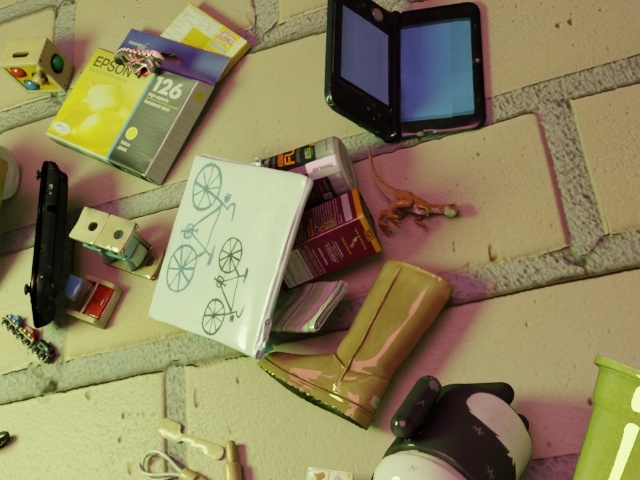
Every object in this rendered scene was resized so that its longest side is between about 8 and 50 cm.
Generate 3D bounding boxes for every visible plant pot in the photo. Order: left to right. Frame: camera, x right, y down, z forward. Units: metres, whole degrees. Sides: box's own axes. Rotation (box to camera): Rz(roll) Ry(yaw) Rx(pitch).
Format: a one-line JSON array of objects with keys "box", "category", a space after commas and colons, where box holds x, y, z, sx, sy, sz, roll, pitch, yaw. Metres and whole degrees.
[{"box": [0.432, 0.322, 1.152, 0.276, 0.276, 0.254, 24, 87, 30], "category": "plant pot"}]

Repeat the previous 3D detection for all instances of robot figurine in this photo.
[{"box": [0.183, 0.311, 1.251, 0.209, 0.174, 0.278, 36, 47, 13], "category": "robot figurine"}]

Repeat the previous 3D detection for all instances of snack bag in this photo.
[{"box": [-0.156, 0.013, 1.553, 0.342, 0.037, 0.323, 13, 85, 47], "category": "snack bag"}]

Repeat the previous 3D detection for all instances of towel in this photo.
[{"box": [-0.034, 0.108, 1.515, 0.152, 0.023, 0.113, -3, 39, 46], "category": "towel"}]

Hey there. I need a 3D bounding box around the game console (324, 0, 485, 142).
[{"box": [0.153, -0.344, 1.642, 0.173, 0.250, 0.293, -24, 53, 41], "category": "game console"}]

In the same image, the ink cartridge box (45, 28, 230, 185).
[{"box": [-0.383, -0.298, 1.876, 0.303, 0.072, 0.307, 22, 81, 31], "category": "ink cartridge box"}]

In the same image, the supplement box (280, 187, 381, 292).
[{"box": [0.000, 0.000, 1.553, 0.188, 0.081, 0.104, -24, 29, 9], "category": "supplement box"}]

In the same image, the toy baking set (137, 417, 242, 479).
[{"box": [-0.216, 0.407, 1.483, 0.196, 0.030, 0.256, -12, 61, 16], "category": "toy baking set"}]

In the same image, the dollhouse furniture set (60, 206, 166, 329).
[{"box": [-0.400, 0.059, 1.675, 0.129, 0.129, 0.184, 16, 71, 27], "category": "dollhouse furniture set"}]

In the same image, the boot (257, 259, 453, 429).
[{"box": [0.057, 0.150, 1.479, 0.236, 0.089, 0.269, 23, 72, 27], "category": "boot"}]

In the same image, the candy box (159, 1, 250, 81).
[{"box": [-0.249, -0.424, 1.921, 0.105, 0.027, 0.206, -47, 58, -5], "category": "candy box"}]

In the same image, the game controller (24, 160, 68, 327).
[{"box": [-0.531, 0.006, 1.738, 0.067, 0.166, 0.319, 8, 54, -20], "category": "game controller"}]

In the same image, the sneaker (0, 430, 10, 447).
[{"box": [-0.623, 0.369, 1.661, 0.109, 0.040, 0.044, -22, 56, 10], "category": "sneaker"}]

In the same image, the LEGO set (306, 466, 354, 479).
[{"box": [0.091, 0.443, 1.347, 0.244, 0.060, 0.182, 0, 77, 23], "category": "LEGO set"}]

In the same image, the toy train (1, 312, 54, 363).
[{"box": [-0.565, 0.184, 1.739, 0.158, 0.027, 0.036, 32, 76, 31], "category": "toy train"}]

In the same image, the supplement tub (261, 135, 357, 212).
[{"box": [-0.039, -0.106, 1.622, 0.190, 0.117, 0.117, -17, 59, 13], "category": "supplement tub"}]

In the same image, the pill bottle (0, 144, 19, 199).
[{"box": [-0.764, -0.133, 1.927, 0.208, 0.119, 0.119, -7, 62, 19], "category": "pill bottle"}]

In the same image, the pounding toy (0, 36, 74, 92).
[{"box": [-0.625, -0.380, 1.989, 0.141, 0.130, 0.100, 2, 66, 23], "category": "pounding toy"}]

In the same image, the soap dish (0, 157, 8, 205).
[{"box": [-0.754, -0.066, 1.808, 0.229, 0.118, 0.291, 18, 103, 15], "category": "soap dish"}]

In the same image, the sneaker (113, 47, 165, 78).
[{"box": [-0.376, -0.359, 1.841, 0.119, 0.047, 0.057, 8, 76, 26], "category": "sneaker"}]

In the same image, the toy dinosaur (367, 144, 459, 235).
[{"box": [0.139, -0.070, 1.576, 0.211, 0.064, 0.112, 29, 60, 22], "category": "toy dinosaur"}]
